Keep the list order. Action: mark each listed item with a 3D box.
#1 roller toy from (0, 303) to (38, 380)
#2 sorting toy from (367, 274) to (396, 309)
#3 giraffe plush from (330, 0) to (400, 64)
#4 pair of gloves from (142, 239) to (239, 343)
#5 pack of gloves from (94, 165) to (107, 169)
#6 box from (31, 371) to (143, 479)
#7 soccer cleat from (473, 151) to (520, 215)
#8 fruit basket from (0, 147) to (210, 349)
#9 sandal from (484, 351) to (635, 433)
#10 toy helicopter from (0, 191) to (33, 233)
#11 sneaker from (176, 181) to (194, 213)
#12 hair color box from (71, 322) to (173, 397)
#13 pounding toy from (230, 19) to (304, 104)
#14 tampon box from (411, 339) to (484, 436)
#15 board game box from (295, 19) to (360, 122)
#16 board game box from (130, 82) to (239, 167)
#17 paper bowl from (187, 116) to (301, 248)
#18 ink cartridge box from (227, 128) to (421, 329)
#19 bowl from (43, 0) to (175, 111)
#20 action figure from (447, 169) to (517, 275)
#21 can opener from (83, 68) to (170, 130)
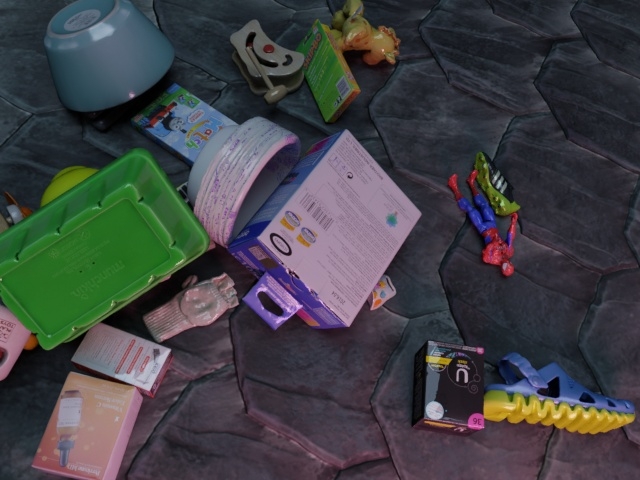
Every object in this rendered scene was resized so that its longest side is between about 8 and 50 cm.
[{"bbox_3d":[-0.641,0.162,1.084,0.210,0.191,0.146,26,73,-9],"label":"roller toy"},{"bbox_3d":[0.131,0.104,1.318,0.075,0.045,0.083,-10,62,-34],"label":"sorting toy"},{"bbox_3d":[0.128,-0.551,1.604,0.171,0.210,0.181,20,84,-25],"label":"giraffe plush"},{"bbox_3d":[-0.302,0.082,1.267,0.204,0.042,0.240,-21,67,-18],"label":"pair of gloves"},{"bbox_3d":[-0.487,-0.063,1.327,0.195,0.046,0.232,19,61,22],"label":"pack of gloves"},{"bbox_3d":[-0.422,0.347,1.080,0.130,0.091,0.170,12,61,-1],"label":"box"},{"bbox_3d":[0.442,-0.144,1.481,0.072,0.060,0.178,-10,70,-23],"label":"soccer cleat"},{"bbox_3d":[-0.436,-0.007,1.145,0.392,0.392,0.282,-41,109,-24],"label":"fruit basket"},{"bbox_3d":[0.485,0.311,1.204,0.318,0.126,0.138,12,57,-3],"label":"sandal"},{"bbox_3d":[-0.652,0.027,1.225,0.355,0.140,0.235,34,53,-1],"label":"toy helicopter"},{"bbox_3d":[-0.333,-0.078,1.326,0.094,0.081,0.208,8,37,46],"label":"sneaker"},{"bbox_3d":[-0.390,0.235,1.167,0.167,0.053,0.093,20,60,5],"label":"hair color box"},{"bbox_3d":[-0.127,-0.479,1.526,0.154,0.154,0.269,-25,68,-14],"label":"pounding toy"},{"bbox_3d":[0.257,0.299,1.187,0.121,0.101,0.160,9,61,-2],"label":"tampon box"},{"bbox_3d":[0.013,-0.448,1.548,0.039,0.124,0.259,-3,60,-41],"label":"board game box"},{"bbox_3d":[-0.334,-0.284,1.461,0.212,0.039,0.160,34,63,10],"label":"board game box"},{"bbox_3d":[-0.174,-0.131,1.259,0.148,0.284,0.284,30,62,9],"label":"paper bowl"},{"bbox_3d":[0.000,0.000,1.231,0.270,0.151,0.395,46,60,-17],"label":"ink cartridge box"},{"bbox_3d":[-0.525,-0.470,1.407,0.312,0.163,0.311,-8,49,10],"label":"bowl"},{"bbox_3d":[0.399,-0.056,1.383,0.092,0.139,0.280,-13,67,-13],"label":"action figure"},{"bbox_3d":[-0.494,-0.392,1.495,0.095,0.076,0.283,14,56,38],"label":"can opener"}]
